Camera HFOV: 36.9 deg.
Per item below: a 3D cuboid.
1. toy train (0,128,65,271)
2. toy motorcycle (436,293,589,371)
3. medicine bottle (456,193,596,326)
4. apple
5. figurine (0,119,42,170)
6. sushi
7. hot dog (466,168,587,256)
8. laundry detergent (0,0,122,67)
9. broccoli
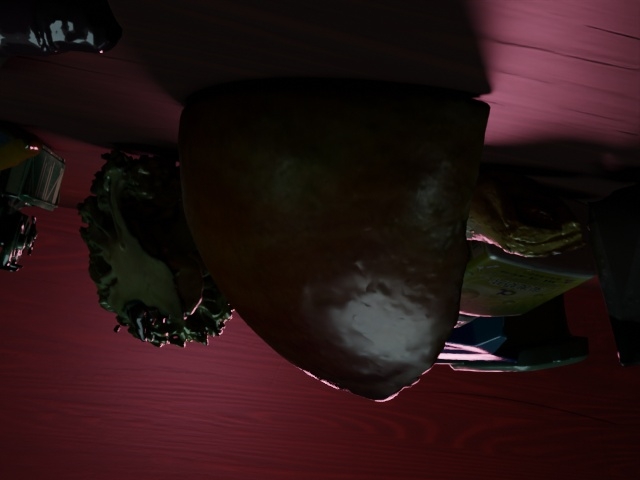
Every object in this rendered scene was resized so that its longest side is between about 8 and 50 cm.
[{"bbox_3d":[-0.373,-0.047,1.096,0.115,0.154,0.269,7,178,-6],"label":"toy train"},{"bbox_3d":[0.198,0.082,1.194,0.326,0.191,0.200,-5,180,-38],"label":"toy motorcycle"},{"bbox_3d":[0.173,0.022,0.982,0.132,0.088,0.188,10,154,-22],"label":"medicine bottle"},{"bbox_3d":[0.000,-0.015,0.707,0.254,0.179,0.346,48,167,-11],"label":"apple"},{"bbox_3d":[-0.409,-0.021,0.655,0.401,0.268,0.387,4,176,-20],"label":"figurine"},{"bbox_3d":[0.351,0.010,0.762,0.272,0.134,0.109,-7,-172,9],"label":"sushi"},{"bbox_3d":[0.151,-0.030,0.833,0.169,0.061,0.078,11,-143,41],"label":"hot dog"},{"bbox_3d":[-0.182,-0.095,0.334,0.221,0.078,0.144,8,173,8],"label":"laundry detergent"},{"bbox_3d":[-0.150,0.007,1.105,0.180,0.242,0.273,-16,-161,-34],"label":"broccoli"}]
